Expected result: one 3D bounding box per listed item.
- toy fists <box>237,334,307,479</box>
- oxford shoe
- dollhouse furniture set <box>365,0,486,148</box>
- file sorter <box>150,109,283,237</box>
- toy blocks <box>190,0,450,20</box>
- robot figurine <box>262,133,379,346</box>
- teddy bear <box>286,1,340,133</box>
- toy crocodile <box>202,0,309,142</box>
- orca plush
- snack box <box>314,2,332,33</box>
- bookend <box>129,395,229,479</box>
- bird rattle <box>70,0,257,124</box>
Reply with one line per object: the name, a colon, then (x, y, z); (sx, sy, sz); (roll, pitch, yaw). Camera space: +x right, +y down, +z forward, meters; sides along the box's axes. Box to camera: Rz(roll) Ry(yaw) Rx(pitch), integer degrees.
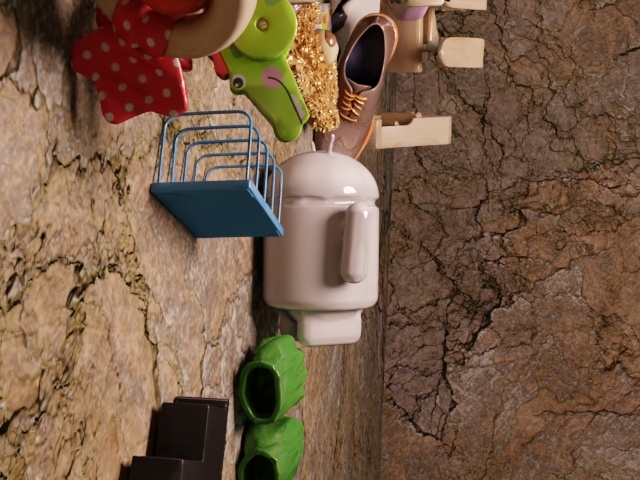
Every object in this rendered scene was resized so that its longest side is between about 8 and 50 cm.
toy fists: (-0.080, 0.294, 1.332); (0.142, 0.096, 0.279); (-26, 119, -66)
oxford shoe: (0.062, -0.301, 1.715); (0.133, 0.130, 0.364); (-66, 173, -71)
dollhouse furniture set: (0.176, -0.430, 1.963); (0.256, 0.362, 0.394); (-9, 105, -37)
file sorter: (-0.120, -0.078, 1.005); (0.170, 0.118, 0.105); (60, 30, -69)
toy blocks: (-0.034, -0.399, 0.948); (0.260, 0.308, 0.289); (-136, -137, -75)
robot figurine: (0.000, 0.000, 1.390); (0.300, 0.199, 0.354); (3, -87, 60)
teddy bear: (-0.006, -0.325, 1.539); (0.338, 0.113, 0.245); (69, 24, -64)
toy crocodile: (-0.100, -0.248, 0.772); (0.115, 0.105, 0.341); (-131, -163, -77)
orca plush: (0.059, -0.471, 1.868); (0.102, 0.151, 0.287); (50, -32, 42)
snack box: (0.001, -0.423, 1.735); (0.100, 0.037, 0.141); (-73, 162, -48)
bookend: (-0.168, 0.252, 0.928); (0.157, 0.072, 0.156); (55, 37, -70)
bird rattle: (-0.147, -0.216, 0.671); (0.143, 0.207, 0.254); (-47, 132, -45)
